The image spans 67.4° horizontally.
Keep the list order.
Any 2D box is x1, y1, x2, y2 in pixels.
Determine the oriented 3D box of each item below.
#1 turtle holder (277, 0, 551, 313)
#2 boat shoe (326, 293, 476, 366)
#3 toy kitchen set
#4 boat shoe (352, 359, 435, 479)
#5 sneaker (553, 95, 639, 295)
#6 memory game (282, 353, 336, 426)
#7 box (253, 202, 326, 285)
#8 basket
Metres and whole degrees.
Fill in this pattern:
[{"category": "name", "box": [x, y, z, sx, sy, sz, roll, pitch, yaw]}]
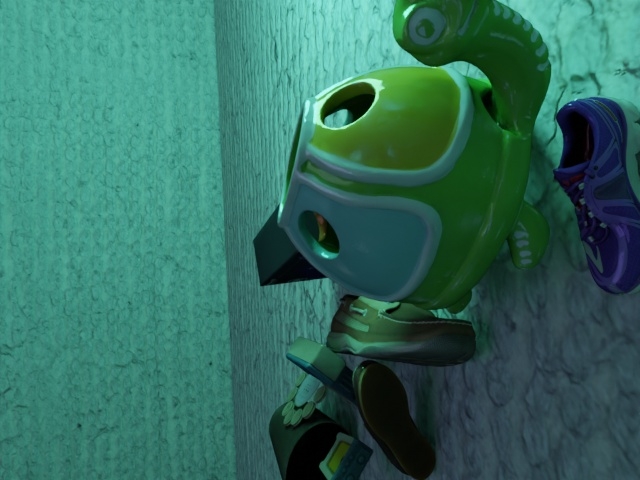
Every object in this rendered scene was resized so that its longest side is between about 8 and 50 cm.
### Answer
[{"category": "turtle holder", "box": [0.084, -0.063, 0.476, 0.320, 0.227, 0.244, 136, 146, -76]}, {"category": "boat shoe", "box": [0.098, 0.116, 0.705, 0.324, 0.123, 0.117, -18, 62, 63]}, {"category": "toy kitchen set", "box": [0.014, 0.289, 0.783, 0.166, 0.207, 0.122, -55, 13, -16]}, {"category": "boat shoe", "box": [0.095, 0.259, 0.700, 0.073, 0.073, 0.207, 11, 129, 63]}, {"category": "sneaker", "box": [0.228, -0.037, 0.404, 0.068, 0.071, 0.170, 153, 112, -67]}, {"category": "memory game", "box": [-0.021, 0.314, 1.026, 0.186, 0.012, 0.186, -49, 10, 12]}, {"category": "box", "box": [0.000, 0.000, 0.847, 0.261, 0.184, 0.103, 139, 126, -65]}, {"category": "basket", "box": [-0.029, 0.447, 1.042, 0.227, 0.154, 0.205, -168, 82, -72]}]
